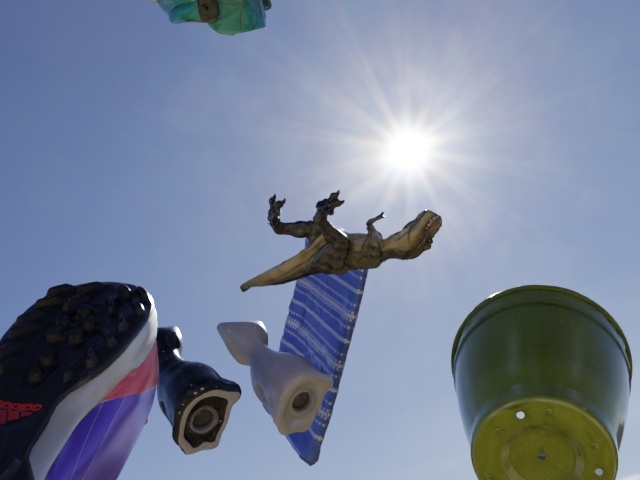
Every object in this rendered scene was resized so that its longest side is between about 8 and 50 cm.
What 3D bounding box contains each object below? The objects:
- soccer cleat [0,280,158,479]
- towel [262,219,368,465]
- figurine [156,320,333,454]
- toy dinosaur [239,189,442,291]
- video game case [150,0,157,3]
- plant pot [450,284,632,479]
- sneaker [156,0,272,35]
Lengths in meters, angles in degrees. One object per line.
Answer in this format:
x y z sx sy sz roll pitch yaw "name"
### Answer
-0.165 0.140 0.359 0.108 0.318 0.117 3 -63 11 "soccer cleat"
-0.014 0.144 1.094 0.040 0.336 0.243 12 6 -21 "towel"
-0.123 0.163 0.912 0.214 0.209 0.093 0 -67 -34 "figurine"
0.000 0.000 0.806 0.268 0.064 0.118 -14 -52 20 "toy dinosaur"
-0.420 -0.499 1.283 0.201 0.183 0.023 5 -67 -60 "video game case"
0.414 0.317 1.323 0.366 0.367 0.353 -25 9 22 "plant pot"
-0.094 -0.318 0.755 0.295 0.179 0.123 -17 10 46 "sneaker"
